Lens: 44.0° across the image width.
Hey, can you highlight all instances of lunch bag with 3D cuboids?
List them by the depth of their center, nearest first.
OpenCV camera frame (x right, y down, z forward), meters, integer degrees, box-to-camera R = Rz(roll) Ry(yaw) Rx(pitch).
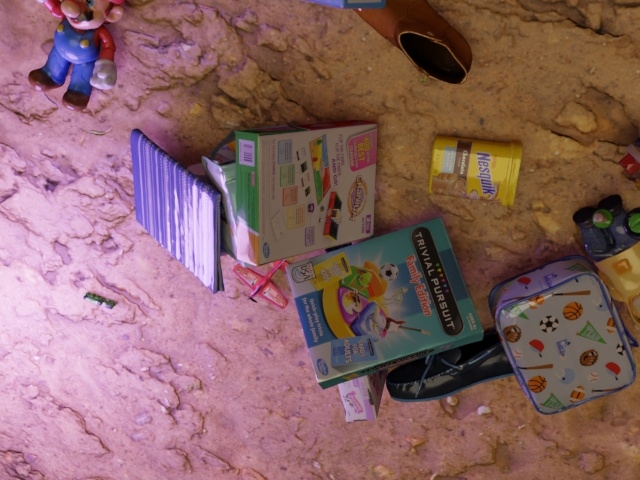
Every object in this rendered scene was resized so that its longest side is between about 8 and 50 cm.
[{"bbox_3d":[0.486,0.191,1.570,0.243,0.115,0.303,-24,111,8],"label":"lunch bag"},{"bbox_3d":[-0.137,-0.092,1.582,0.160,0.262,0.223,-4,113,14],"label":"lunch bag"}]

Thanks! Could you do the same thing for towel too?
[{"bbox_3d":[-0.295,-0.067,1.633,0.336,0.040,0.243,37,136,38],"label":"towel"}]

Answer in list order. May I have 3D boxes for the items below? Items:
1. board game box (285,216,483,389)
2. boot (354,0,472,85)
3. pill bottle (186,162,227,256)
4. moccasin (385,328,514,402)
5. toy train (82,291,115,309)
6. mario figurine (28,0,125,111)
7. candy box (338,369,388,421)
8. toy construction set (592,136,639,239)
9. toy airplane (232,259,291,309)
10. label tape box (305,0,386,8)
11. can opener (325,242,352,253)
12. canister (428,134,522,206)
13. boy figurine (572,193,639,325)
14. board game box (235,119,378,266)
[{"bbox_3d":[0.124,0.124,1.594,0.336,0.079,0.253,-18,68,2],"label":"board game box"},{"bbox_3d":[0.148,-0.390,1.413,0.295,0.211,0.104,33,116,-3],"label":"boot"},{"bbox_3d":[-0.240,-0.066,1.700,0.112,0.112,0.186,3,114,11],"label":"pill bottle"},{"bbox_3d":[0.298,0.246,1.718,0.342,0.137,0.117,-20,115,6],"label":"moccasin"},{"bbox_3d":[-0.536,0.146,1.911,0.083,0.023,0.017,18,116,4],"label":"toy train"},{"bbox_3d":[-0.496,-0.411,1.570,0.198,0.170,0.320,8,130,-29],"label":"mario figurine"},{"bbox_3d":[0.089,0.270,1.727,0.070,0.196,0.165,-7,112,16],"label":"candy box"},{"bbox_3d":[0.694,-0.118,1.446,0.257,0.237,0.309,26,100,29],"label":"toy construction set"},{"bbox_3d":[-0.121,0.083,1.785,0.151,0.028,0.151,4,115,10],"label":"toy airplane"},{"bbox_3d":[-0.018,-0.555,1.409,0.334,0.106,0.240,30,124,47],"label":"label tape box"},{"bbox_3d":[0.000,0.000,1.651,0.059,0.186,0.073,-26,79,48],"label":"can opener"},{"bbox_3d":[0.304,-0.140,1.566,0.170,0.073,0.126,8,115,11],"label":"canister"},{"bbox_3d":[0.600,0.057,1.576,0.177,0.092,0.285,-25,103,19],"label":"boy figurine"},{"bbox_3d":[-0.020,-0.099,1.514,0.064,0.316,0.242,15,110,43],"label":"board game box"}]
